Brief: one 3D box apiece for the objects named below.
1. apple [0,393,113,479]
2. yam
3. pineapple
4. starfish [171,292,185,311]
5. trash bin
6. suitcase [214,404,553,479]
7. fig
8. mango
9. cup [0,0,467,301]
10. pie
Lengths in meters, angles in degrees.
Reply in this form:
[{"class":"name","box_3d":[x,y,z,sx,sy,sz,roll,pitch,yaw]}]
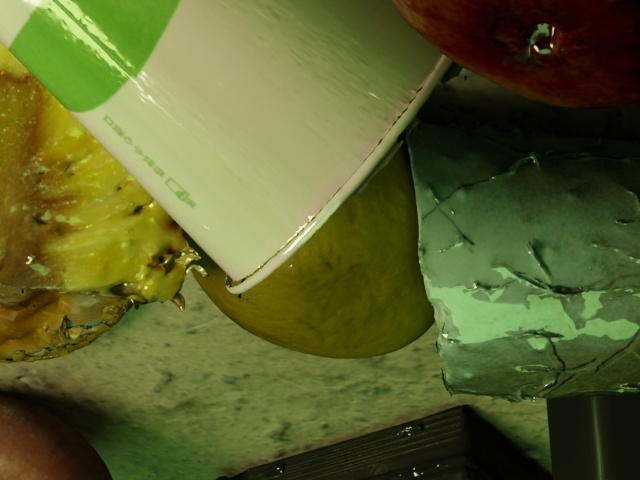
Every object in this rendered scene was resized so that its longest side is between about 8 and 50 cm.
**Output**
[{"class":"apple","box_3d":[-0.351,0.293,1.868,0.305,0.306,0.235,2,178,2]},{"class":"yam","box_3d":[0.237,0.012,1.468,0.348,0.241,0.241,1,146,0]},{"class":"pineapple","box_3d":[-0.251,-0.118,1.398,0.344,0.286,0.209,8,-169,-18]},{"class":"starfish","box_3d":[-0.096,-0.016,1.583,0.238,0.057,0.213,19,131,-27]},{"class":"trash bin","box_3d":[0.275,0.179,1.686,0.115,0.226,0.165,9,146,-6]},{"class":"suitcase","box_3d":[0.075,0.321,1.974,0.335,0.152,0.229,-19,140,29]},{"class":"fig","box_3d":[0.148,-0.190,1.070,0.235,0.214,0.235,33,149,23]},{"class":"mango","box_3d":[-0.008,0.001,1.511,0.195,0.142,0.332,-20,143,1]},{"class":"cup","box_3d":[-0.073,-0.140,1.206,0.274,0.253,0.253,40,136,-10]},{"class":"pie","box_3d":[-0.293,0.039,1.675,0.273,0.069,0.273,4,151,2]}]
